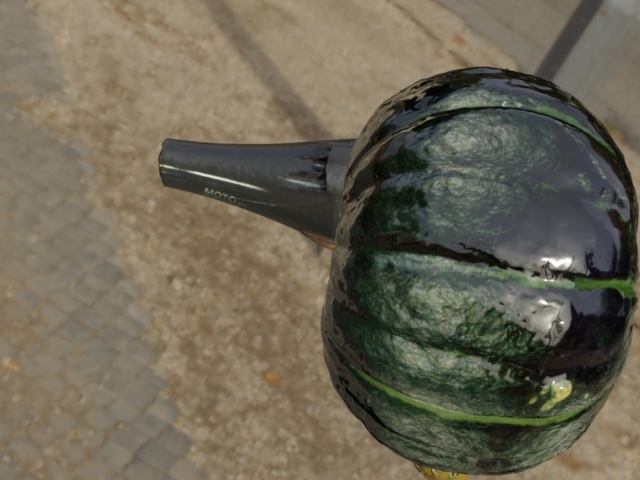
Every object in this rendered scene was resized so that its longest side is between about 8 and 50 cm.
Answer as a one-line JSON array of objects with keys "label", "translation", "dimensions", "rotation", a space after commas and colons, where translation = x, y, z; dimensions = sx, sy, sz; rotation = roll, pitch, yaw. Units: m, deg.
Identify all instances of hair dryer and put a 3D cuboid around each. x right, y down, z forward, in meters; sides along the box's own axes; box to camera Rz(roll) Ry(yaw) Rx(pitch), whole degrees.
[{"label": "hair dryer", "translation": [0.000, 0.000, 1.349], "dimensions": [0.303, 0.120, 0.359], "rotation": [6, -24, 13]}]

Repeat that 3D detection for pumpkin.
[{"label": "pumpkin", "translation": [0.085, 0.017, 0.670], "dimensions": [0.162, 0.220, 0.220], "rotation": [10, 25, 0]}]

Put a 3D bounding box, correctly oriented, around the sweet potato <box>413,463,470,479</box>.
[{"label": "sweet potato", "translation": [0.117, 0.145, 1.303], "dimensions": [0.081, 0.233, 0.062], "rotation": [-5, 1, 27]}]
